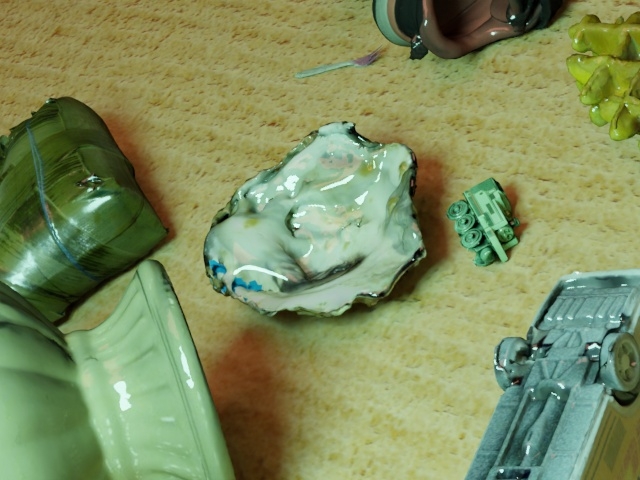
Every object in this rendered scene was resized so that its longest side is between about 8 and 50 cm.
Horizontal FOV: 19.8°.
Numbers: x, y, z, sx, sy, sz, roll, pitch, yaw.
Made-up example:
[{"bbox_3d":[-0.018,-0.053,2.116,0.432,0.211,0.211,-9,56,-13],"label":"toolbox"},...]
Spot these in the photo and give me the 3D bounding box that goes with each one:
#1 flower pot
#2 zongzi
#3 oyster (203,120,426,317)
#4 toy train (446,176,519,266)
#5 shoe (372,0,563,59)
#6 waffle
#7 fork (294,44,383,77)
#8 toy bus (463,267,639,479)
[{"bbox_3d":[-0.205,0.152,1.436,0.244,0.307,0.307,-17,35,-6],"label":"flower pot"},{"bbox_3d":[-0.307,-0.005,1.840,0.274,0.125,0.251,-40,35,5],"label":"zongzi"},{"bbox_3d":[0.000,0.000,1.599,0.214,0.083,0.223,-31,40,14],"label":"oyster"},{"bbox_3d":[0.139,-0.014,1.534,0.053,0.033,0.083,-29,35,4],"label":"toy train"},{"bbox_3d":[0.184,-0.267,1.719,0.291,0.114,0.137,-36,29,6],"label":"shoe"},{"bbox_3d":[0.355,-0.158,1.491,0.293,0.069,0.260,-29,37,6],"label":"waffle"},{"bbox_3d":[0.020,-0.177,1.852,0.115,0.012,0.016,-13,37,38],"label":"fork"},{"bbox_3d":[0.156,0.168,1.213,0.097,0.138,0.343,-4,45,37],"label":"toy bus"}]
